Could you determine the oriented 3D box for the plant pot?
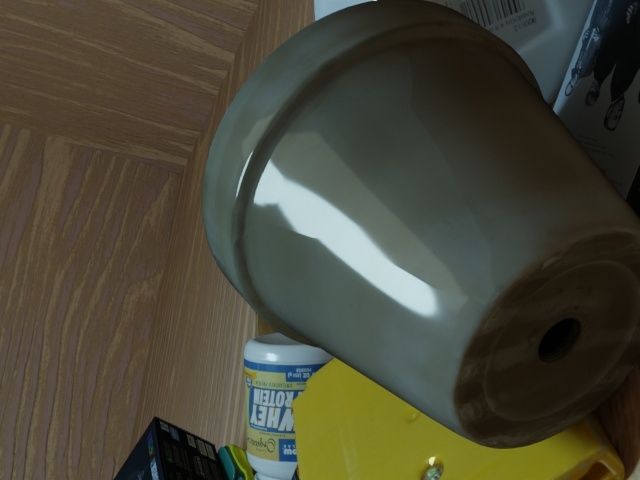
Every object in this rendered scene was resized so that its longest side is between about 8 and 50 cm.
[{"bbox_3d":[0.106,0.006,0.750,0.280,0.323,0.323,47,122,47],"label":"plant pot"}]

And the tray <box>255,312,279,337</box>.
[{"bbox_3d":[-0.002,0.043,1.506,0.202,0.076,0.410,-96,26,-53],"label":"tray"}]

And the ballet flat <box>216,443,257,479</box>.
[{"bbox_3d":[-0.120,0.410,1.537,0.077,0.077,0.231,-65,19,13],"label":"ballet flat"}]

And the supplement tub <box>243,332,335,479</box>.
[{"bbox_3d":[-0.025,0.225,1.217,0.144,0.145,0.199,-174,81,-74],"label":"supplement tub"}]

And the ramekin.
[{"bbox_3d":[0.144,-0.241,0.941,0.135,0.277,0.277,40,113,65],"label":"ramekin"}]

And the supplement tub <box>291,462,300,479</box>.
[{"bbox_3d":[0.032,0.267,1.090,0.117,0.117,0.190,-119,47,-68],"label":"supplement tub"}]

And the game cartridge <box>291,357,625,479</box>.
[{"bbox_3d":[0.100,0.173,0.873,0.285,0.053,0.323,-39,25,15],"label":"game cartridge"}]

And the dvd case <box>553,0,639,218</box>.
[{"bbox_3d":[0.262,-0.115,0.844,0.179,0.030,0.238,-131,58,-71],"label":"dvd case"}]

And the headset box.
[{"bbox_3d":[-0.280,0.475,1.520,0.283,0.131,0.246,-56,21,7],"label":"headset box"}]
